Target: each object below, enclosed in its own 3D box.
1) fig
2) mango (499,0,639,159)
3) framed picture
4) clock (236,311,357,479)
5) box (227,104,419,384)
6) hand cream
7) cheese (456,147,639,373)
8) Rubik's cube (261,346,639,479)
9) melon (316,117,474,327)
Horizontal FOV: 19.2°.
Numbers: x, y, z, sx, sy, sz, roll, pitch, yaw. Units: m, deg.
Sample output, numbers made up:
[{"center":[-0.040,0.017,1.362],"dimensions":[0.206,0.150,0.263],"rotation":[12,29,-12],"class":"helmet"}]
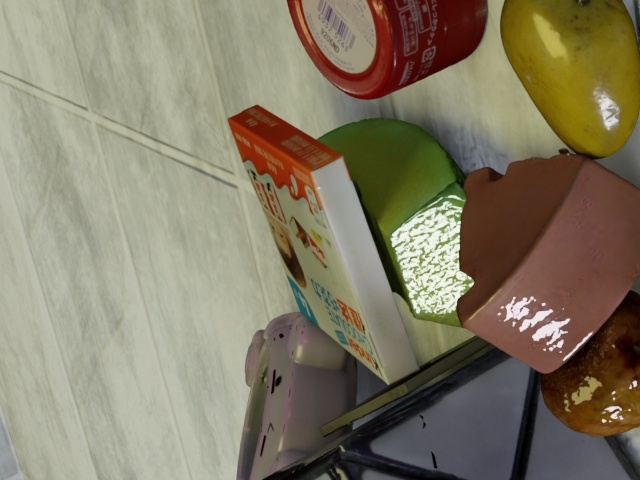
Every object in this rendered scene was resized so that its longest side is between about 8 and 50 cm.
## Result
[{"center":[0.321,0.136,1.842],"dimensions":[0.146,0.201,0.133],"rotation":[-58,17,25],"class":"fig"},{"center":[0.233,-0.162,1.720],"dimensions":[0.137,0.098,0.195],"rotation":[29,149,48],"class":"mango"},{"center":[0.114,0.150,2.103],"dimensions":[0.016,0.184,0.250],"rotation":[59,154,4],"class":"framed picture"},{"center":[-0.036,0.234,2.344],"dimensions":[0.322,0.113,0.295],"rotation":[126,154,-72],"class":"clock"},{"center":[0.000,0.000,2.076],"dimensions":[0.273,0.048,0.265],"rotation":[34,148,64],"class":"box"},{"center":[0.063,-0.246,1.907],"dimensions":[0.193,0.125,0.193],"rotation":[39,142,39],"class":"hand cream"},{"center":[0.202,0.024,1.804],"dimensions":[0.128,0.177,0.203],"rotation":[31,162,-24],"class":"cheese"},{"center":[0.155,0.305,2.054],"dimensions":[0.310,0.305,0.307],"rotation":[58,155,5],"class":"Rubik's cube"},{"center":[0.078,-0.043,2.067],"dimensions":[0.323,0.124,0.196],"rotation":[-133,28,-55],"class":"melon"}]
